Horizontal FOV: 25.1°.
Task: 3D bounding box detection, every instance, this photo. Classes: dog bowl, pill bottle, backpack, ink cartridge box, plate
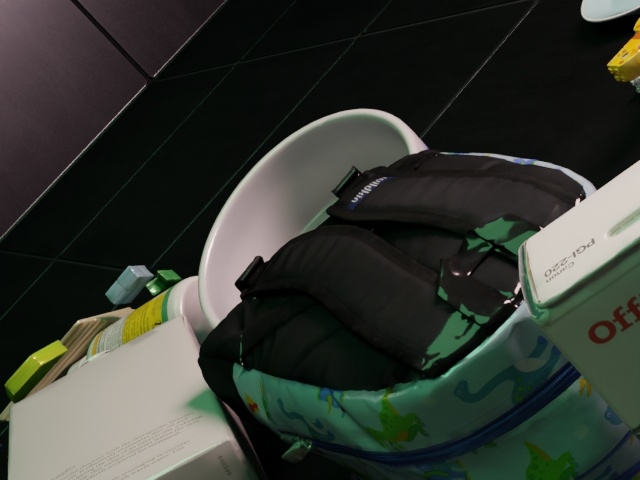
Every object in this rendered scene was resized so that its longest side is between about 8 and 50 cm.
[{"bbox_3d":[0.014,0.008,1.378,0.265,0.104,0.265,-28,41,27],"label":"dog bowl"},{"bbox_3d":[-0.185,0.133,1.593,0.208,0.117,0.118,-30,23,32],"label":"pill bottle"},{"bbox_3d":[0.103,0.065,1.017,0.290,0.273,0.355,-41,4,-17],"label":"backpack"},{"bbox_3d":[0.234,0.051,0.781,0.158,0.218,0.092,-37,20,17],"label":"ink cartridge box"},{"bbox_3d":[0.362,-0.292,1.539,0.188,0.024,0.188,-37,21,17],"label":"plate"}]

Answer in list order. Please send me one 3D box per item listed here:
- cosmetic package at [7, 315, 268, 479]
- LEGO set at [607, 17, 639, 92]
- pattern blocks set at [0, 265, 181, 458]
[{"bbox_3d":[-0.149,0.209,1.222,0.197,0.155,0.365,-28,15,-3],"label":"cosmetic package"},{"bbox_3d":[0.316,-0.161,1.262,0.093,0.087,0.227,-46,18,-9],"label":"LEGO set"},{"bbox_3d":[-0.295,0.150,1.703,0.325,0.026,0.285,-46,-11,1],"label":"pattern blocks set"}]
